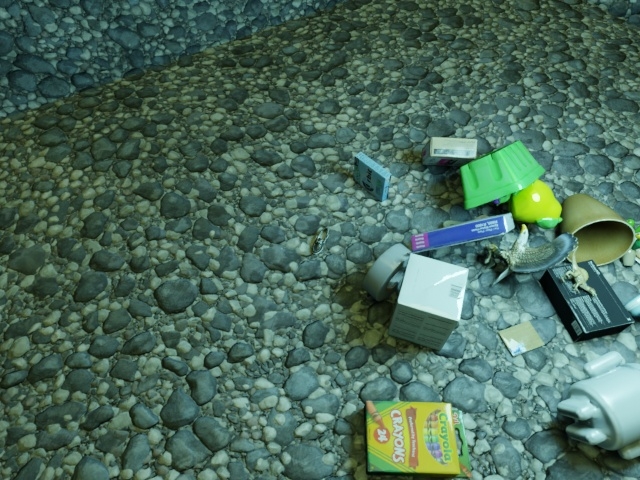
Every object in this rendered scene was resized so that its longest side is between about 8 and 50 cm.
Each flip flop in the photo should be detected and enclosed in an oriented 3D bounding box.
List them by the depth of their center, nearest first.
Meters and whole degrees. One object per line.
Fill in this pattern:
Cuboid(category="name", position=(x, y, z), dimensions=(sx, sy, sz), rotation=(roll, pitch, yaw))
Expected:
Cuboid(category="flip flop", position=(0.624, -0.067, 1.719), dimensions=(0.277, 0.080, 0.112), rotation=(8, 22, 36))

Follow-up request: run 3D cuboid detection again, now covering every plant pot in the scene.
Cuboid(category="plant pot", position=(1.053, -0.069, 1.698), dimensions=(0.237, 0.237, 0.254), rotation=(5, 42, 4))

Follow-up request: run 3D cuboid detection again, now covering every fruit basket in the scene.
Cuboid(category="fruit basket", position=(0.766, -0.192, 1.717), dimensions=(0.283, 0.392, 0.392), rotation=(-21, 41, 43))

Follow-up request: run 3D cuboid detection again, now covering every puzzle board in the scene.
Cuboid(category="puzzle board", position=(0.712, 0.348, 1.527), dimensions=(0.128, 0.011, 0.096), rotation=(-17, 58, -10))

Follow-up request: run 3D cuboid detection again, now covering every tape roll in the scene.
Cuboid(category="tape roll", position=(0.254, 0.117, 1.571), dimensions=(0.219, 0.219, 0.072), rotation=(-37, 62, -22))

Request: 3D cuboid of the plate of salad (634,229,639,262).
Cuboid(category="plate of salad", position=(1.328, 0.030, 1.713), dimensions=(0.200, 0.048, 0.199), rotation=(-1, 55, 1))

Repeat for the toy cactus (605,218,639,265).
Cuboid(category="toy cactus", position=(1.210, 0.006, 1.681), dimensions=(0.112, 0.219, 0.180), rotation=(-3, 95, -20))

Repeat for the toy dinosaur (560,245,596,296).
Cuboid(category="toy dinosaur", position=(0.904, 0.121, 1.525), dimensions=(0.093, 0.053, 0.183), rotation=(-21, 85, -9))

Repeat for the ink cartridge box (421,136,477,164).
Cuboid(category="ink cartridge box", position=(0.564, -0.388, 1.907), dimensions=(0.193, 0.235, 0.088), rotation=(3, 91, 5))

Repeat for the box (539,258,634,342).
Cuboid(category="box", position=(0.954, 0.215, 1.559), dimensions=(0.184, 0.103, 0.261), rotation=(-12, 56, -2))

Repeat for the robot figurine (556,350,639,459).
Cuboid(category="robot figurine", position=(0.910, 0.497, 1.304), dimensions=(0.354, 0.200, 0.299), rotation=(-16, 84, -10))

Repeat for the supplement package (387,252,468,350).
Cuboid(category="supplement package", position=(0.362, 0.215, 1.473), dimensions=(0.198, 0.262, 0.199), rotation=(16, 57, 11))

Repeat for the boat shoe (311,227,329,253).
Cuboid(category="boat shoe", position=(0.000, 0.000, 1.767), dimensions=(0.046, 0.038, 0.125), rotation=(24, 59, 17))

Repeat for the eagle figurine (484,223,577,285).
Cuboid(category="eagle figurine", position=(0.769, 0.051, 1.582), dimensions=(0.298, 0.225, 0.226), rotation=(8, 46, 27))

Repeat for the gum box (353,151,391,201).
Cuboid(category="gum box", position=(0.223, -0.277, 1.882), dimensions=(0.041, 0.157, 0.184), rotation=(-36, 63, -21))

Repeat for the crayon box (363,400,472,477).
Cuboid(category="crayon box", position=(0.297, 0.605, 1.316), dimensions=(0.319, 0.081, 0.202), rotation=(1, 55, 1))

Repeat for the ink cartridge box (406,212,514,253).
Cuboid(category="ink cartridge box", position=(0.503, -0.028, 1.538), dimensions=(0.324, 0.330, 0.071), rotation=(-14, 87, 29))

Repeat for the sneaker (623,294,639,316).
Cuboid(category="sneaker", position=(1.228, 0.265, 1.483), dimensions=(0.319, 0.127, 0.208), rotation=(-7, 56, -17))
